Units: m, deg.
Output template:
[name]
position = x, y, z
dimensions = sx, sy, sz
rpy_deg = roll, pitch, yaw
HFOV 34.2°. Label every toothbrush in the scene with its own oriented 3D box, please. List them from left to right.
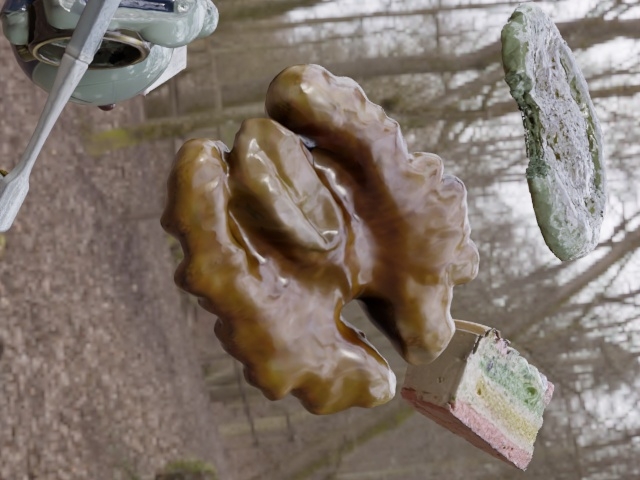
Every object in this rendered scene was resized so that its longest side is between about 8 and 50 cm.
[toothbrush]
position = -0.168, -0.158, 0.759
dimensions = 0.030, 0.025, 0.342
rpy_deg = 37, -78, 36

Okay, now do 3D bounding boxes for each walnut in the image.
[walnut]
position = 0.000, 0.000, 0.510
dimensions = 0.170, 0.143, 0.069
rpy_deg = 59, -14, -25

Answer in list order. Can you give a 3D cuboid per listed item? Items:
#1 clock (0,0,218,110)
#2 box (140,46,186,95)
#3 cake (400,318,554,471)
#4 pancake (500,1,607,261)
[clock]
position = -0.193, -0.204, 0.937
dimensions = 0.243, 0.200, 0.146
rpy_deg = 169, -84, -67
[box]
position = -0.194, -0.308, 1.235
dimensions = 0.129, 0.033, 0.247
rpy_deg = -53, 152, -61
[cake]
position = 0.178, 0.169, 1.160
dimensions = 0.225, 0.090, 0.109
rpy_deg = 39, 69, -46
[pancake]
position = 0.221, -0.102, 0.963
dimensions = 0.253, 0.037, 0.253
rpy_deg = 33, 51, -53
